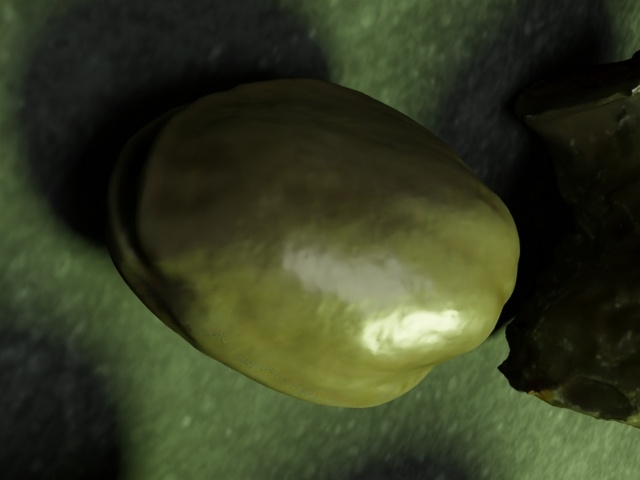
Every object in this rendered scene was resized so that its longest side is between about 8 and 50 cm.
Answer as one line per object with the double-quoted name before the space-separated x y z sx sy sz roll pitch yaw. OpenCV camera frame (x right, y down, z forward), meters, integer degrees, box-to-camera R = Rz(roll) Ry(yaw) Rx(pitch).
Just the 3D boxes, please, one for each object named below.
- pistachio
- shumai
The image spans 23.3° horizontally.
"pistachio" 0.000 0.000 0.580 0.185 0.108 0.126 4 81 -47
"shumai" 0.172 -0.007 0.774 0.206 0.166 0.175 -54 142 -64
